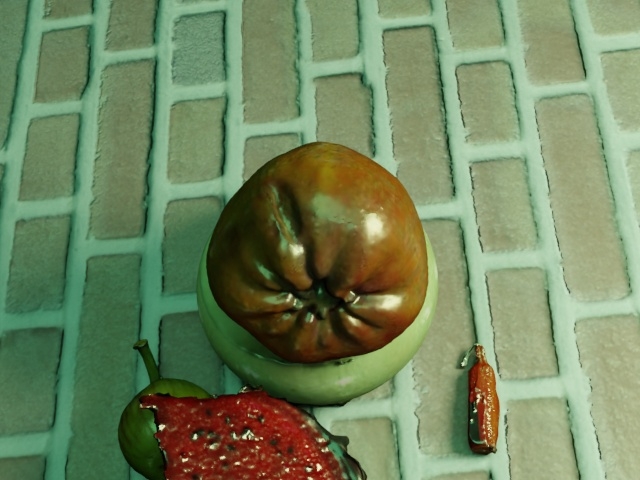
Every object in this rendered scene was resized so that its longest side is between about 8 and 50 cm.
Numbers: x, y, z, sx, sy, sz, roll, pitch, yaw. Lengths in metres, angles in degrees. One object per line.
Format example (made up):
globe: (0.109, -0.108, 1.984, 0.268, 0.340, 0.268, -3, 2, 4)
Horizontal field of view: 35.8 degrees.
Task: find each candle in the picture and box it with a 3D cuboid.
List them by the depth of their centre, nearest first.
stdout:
candle: (0.222, 0.219, 1.377, 0.053, 0.048, 0.162, 17, 57, -21)

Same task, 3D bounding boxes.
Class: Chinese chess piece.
Chinese chess piece: (-0.005, 0.068, 1.438, 0.350, 0.146, 0.349, -4, 58, 7)

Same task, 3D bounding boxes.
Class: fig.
fig: (-0.219, 0.253, 1.380, 0.142, 0.148, 0.186, -51, 27, -5)

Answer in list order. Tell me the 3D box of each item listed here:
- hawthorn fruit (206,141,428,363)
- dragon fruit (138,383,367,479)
hawthorn fruit: (0.000, 0.000, 1.252, 0.277, 0.276, 0.298, -1, 30, 8)
dragon fruit: (-0.070, 0.342, 1.244, 0.282, 0.100, 0.343, -3, 53, -24)
